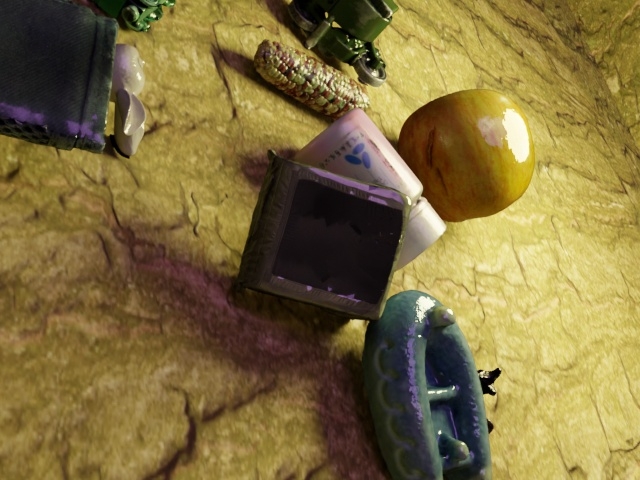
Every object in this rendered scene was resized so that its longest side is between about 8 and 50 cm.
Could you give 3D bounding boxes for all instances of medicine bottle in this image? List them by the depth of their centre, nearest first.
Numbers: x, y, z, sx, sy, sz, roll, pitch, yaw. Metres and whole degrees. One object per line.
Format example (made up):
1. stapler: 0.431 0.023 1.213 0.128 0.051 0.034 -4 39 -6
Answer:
1. medicine bottle: 0.083 -0.080 1.451 0.254 0.152 0.152 52 34 -2

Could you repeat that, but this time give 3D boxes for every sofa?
1. sofa: 0.000 0.000 1.267 0.225 0.176 0.210 14 87 -11

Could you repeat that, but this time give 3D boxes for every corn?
1. corn: -0.019 -0.285 1.571 0.253 0.086 0.086 21 45 -34

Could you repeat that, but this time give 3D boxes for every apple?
1. apple: 0.283 -0.153 1.670 0.264 0.264 0.264 30 40 -30

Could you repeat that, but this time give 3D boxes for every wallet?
1. wallet: -0.413 -0.222 1.008 0.342 0.075 0.237 14 48 -24

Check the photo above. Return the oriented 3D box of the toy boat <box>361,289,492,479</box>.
1. toy boat: 0.175 0.228 1.279 0.215 0.123 0.330 7 65 -45

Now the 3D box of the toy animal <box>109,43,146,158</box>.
1. toy animal: -0.291 -0.214 1.201 0.182 0.131 0.127 41 67 -5

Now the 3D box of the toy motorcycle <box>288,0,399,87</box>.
1. toy motorcycle: 0.059 -0.443 1.698 0.275 0.205 0.127 38 35 -12

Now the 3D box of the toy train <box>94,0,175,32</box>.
1. toy train: -0.281 -0.397 1.373 0.104 0.071 0.178 36 38 -7

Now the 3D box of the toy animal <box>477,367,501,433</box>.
1. toy animal: 0.219 0.219 1.425 0.202 0.070 0.105 45 50 -17
